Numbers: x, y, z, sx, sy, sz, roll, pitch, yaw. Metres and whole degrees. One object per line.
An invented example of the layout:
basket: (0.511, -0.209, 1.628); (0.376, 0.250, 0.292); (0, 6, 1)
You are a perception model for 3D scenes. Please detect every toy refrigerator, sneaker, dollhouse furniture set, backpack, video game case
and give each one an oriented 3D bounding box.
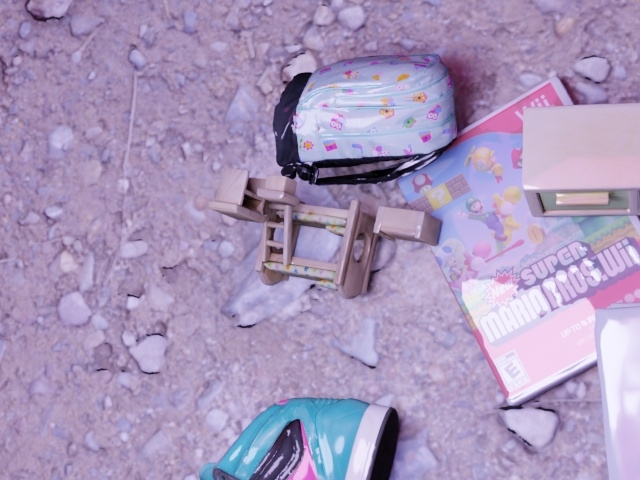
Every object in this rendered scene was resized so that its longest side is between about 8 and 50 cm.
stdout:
toy refrigerator: (0.334, -0.073, 1.251); (0.270, 0.102, 0.094); (0, 75, 14)
sneaker: (-0.046, 0.290, 1.332); (0.178, 0.124, 0.295); (14, 77, 19)
dollhouse furniture set: (0.000, 0.000, 1.342); (0.182, 0.161, 0.101); (8, 82, 33)
backpack: (0.051, -0.132, 1.361); (0.182, 0.152, 0.115); (-2, 120, 16)
video game case: (0.221, -0.001, 1.343); (0.204, 0.025, 0.285); (-30, 69, 14)

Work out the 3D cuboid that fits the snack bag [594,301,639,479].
snack bag: (0.427, 0.218, 1.203); (0.323, 0.037, 0.342); (-5, 83, 19)
